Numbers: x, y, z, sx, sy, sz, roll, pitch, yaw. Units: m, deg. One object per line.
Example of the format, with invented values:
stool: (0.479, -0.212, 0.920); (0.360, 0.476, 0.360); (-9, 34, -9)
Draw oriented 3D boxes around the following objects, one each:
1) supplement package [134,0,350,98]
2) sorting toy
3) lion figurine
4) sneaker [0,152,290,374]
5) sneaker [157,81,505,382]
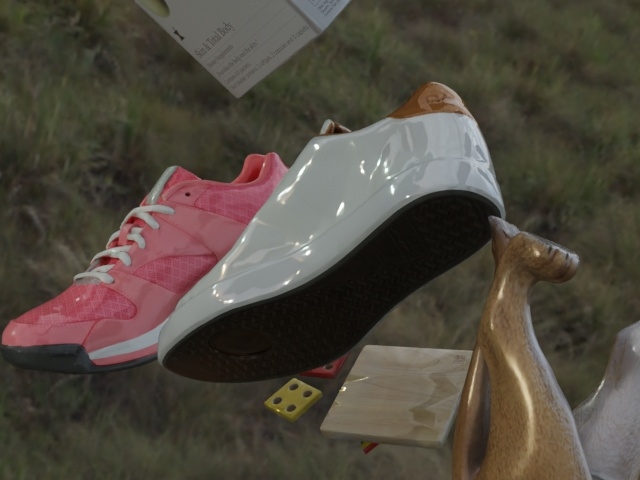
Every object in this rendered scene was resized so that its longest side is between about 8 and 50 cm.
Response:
supplement package: (-0.077, -0.301, 1.010); (0.263, 0.199, 0.198); (43, 66, -12)
sorting toy: (0.079, 0.171, 1.222); (0.274, 0.046, 0.132); (1, 37, 28)
lion figurine: (0.185, 0.167, 0.554); (0.392, 0.240, 0.142); (34, 17, 38)
sneaker: (-0.136, 0.012, 0.981); (0.314, 0.136, 0.116); (-23, 15, -37)
sneaker: (0.000, 0.000, 0.790); (0.106, 0.290, 0.123); (29, 42, -37)
